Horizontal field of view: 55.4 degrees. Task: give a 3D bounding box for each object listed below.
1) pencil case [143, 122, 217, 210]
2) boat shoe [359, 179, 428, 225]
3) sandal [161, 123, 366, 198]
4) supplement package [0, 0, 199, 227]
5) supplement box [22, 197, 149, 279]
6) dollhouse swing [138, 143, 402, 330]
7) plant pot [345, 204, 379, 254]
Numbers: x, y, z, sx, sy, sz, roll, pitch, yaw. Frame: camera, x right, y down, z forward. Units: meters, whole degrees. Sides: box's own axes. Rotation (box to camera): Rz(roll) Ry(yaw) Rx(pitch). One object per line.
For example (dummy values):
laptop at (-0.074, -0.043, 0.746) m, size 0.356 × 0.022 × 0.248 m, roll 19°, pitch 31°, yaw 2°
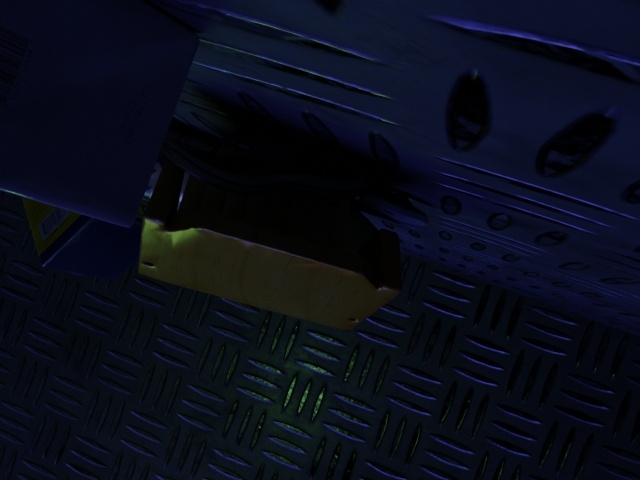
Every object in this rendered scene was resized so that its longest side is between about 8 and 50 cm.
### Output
pencil case at (-0.319, -0.142, 1.194) m, size 0.411 × 0.183 × 0.159 m, roll 20°, pitch -151°, yaw -17°
boat shoe at (0.127, -0.060, 1.010) m, size 0.142 × 0.040 × 0.049 m, roll 20°, pitch 170°, yaw -31°
sandal at (-0.071, -0.116, 0.844) m, size 0.303 × 0.086 × 0.120 m, roll 3°, pitch -159°, yaw -30°
supplement package at (-0.282, -0.144, 0.546) m, size 0.293 × 0.177 × 0.175 m, roll 18°, pitch 178°, yaw 44°
supplement box at (-0.522, -0.120, 1.358) m, size 0.194 × 0.195 × 0.356 m, roll 22°, pitch -146°, yaw -57°
dollhouse swing at (-0.065, -0.061, 0.953) m, size 0.347 × 0.304 × 0.315 m, roll 17°, pitch 154°, yaw -11°
plant pot at (0.000, 0.000, 1.462) m, size 0.275 × 0.274 × 0.293 m, roll 19°, pitch 164°, yaw 25°
